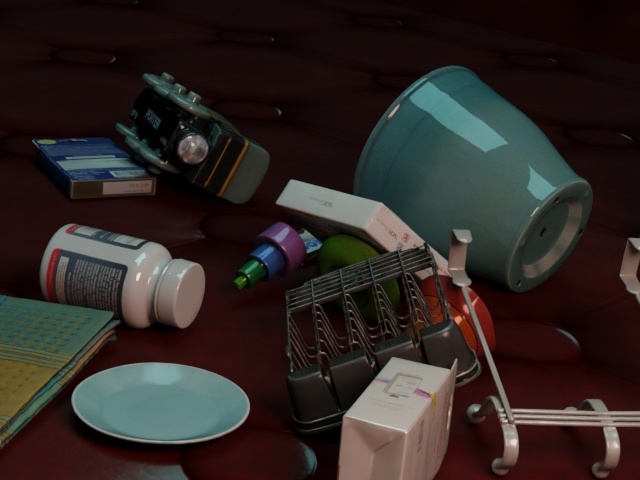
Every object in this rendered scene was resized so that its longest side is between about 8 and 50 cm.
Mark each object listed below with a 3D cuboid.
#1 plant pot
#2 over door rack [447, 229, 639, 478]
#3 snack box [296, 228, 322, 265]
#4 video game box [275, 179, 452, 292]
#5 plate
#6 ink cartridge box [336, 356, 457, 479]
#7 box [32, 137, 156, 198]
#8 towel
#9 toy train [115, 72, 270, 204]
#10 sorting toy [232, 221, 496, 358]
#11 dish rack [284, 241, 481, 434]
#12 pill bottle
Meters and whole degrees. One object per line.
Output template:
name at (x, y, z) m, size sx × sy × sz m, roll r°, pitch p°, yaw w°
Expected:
plant pot at (0.228, -0.067, 1.973) m, size 0.255 × 0.271 × 0.271 m, roll 37°, pitch 34°, yaw 31°
over door rack at (0.279, 0.133, 1.560) m, size 0.239 × 0.108 × 0.324 m, roll 2°, pitch 42°, yaw -9°
snack box at (0.000, 0.000, 2.041) m, size 0.064 × 0.022 × 0.178 m, roll 19°, pitch 23°, yaw 30°
video game box at (0.065, 0.001, 1.827) m, size 0.187 × 0.048 × 0.205 m, roll 42°, pitch -15°, yaw -33°
plate at (-0.168, 0.178, 1.488) m, size 0.188 × 0.024 × 0.188 m, roll 4°, pitch 19°, yaw -1°
ink cartridge box at (0.077, 0.192, 1.382) m, size 0.067 × 0.115 × 0.198 m, roll 12°, pitch 19°, yaw 18°
box at (-0.366, -0.117, 2.249) m, size 0.136 × 0.036 × 0.225 m, roll -4°, pitch 23°, yaw -27°
towel at (-0.409, 0.141, 1.510) m, size 0.271 × 0.040 × 0.370 m, roll 9°, pitch 21°, yaw 12°
toy train at (-0.207, -0.164, 2.265) m, size 0.190 × 0.142 × 0.334 m, roll 27°, pitch 5°, yaw -25°
sorting toy at (0.033, 0.084, 1.730) m, size 0.365 × 0.127 × 0.126 m, roll 23°, pitch 48°, yaw 35°
dish rack at (0.055, 0.097, 1.578) m, size 0.208 × 0.074 × 0.271 m, roll -18°, pitch 22°, yaw 4°
pill bottle at (-0.238, 0.049, 1.709) m, size 0.180 × 0.108 × 0.108 m, roll 13°, pitch 21°, yaw 19°
